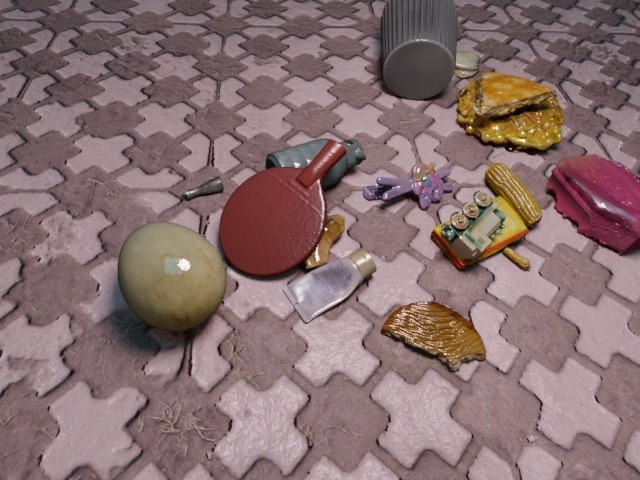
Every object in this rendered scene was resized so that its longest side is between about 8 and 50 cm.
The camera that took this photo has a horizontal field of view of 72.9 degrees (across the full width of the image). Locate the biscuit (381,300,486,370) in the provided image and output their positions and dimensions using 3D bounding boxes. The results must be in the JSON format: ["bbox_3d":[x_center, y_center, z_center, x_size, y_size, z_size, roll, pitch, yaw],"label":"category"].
[{"bbox_3d":[0.260,0.220,1.013,0.229,0.031,0.176,-4,51,-8],"label":"biscuit"}]

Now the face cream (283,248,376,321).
[{"bbox_3d":[0.028,0.104,1.078,0.224,0.070,0.114,-32,58,-11],"label":"face cream"}]

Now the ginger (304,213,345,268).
[{"bbox_3d":[0.002,0.000,1.140,0.095,0.069,0.190,19,56,26],"label":"ginger"}]

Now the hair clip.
[{"bbox_3d":[0.271,-0.154,1.271,0.279,0.090,0.137,-10,88,-8],"label":"hair clip"}]

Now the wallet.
[{"bbox_3d":[0.440,-0.018,1.197,0.241,0.067,0.141,-24,62,-16],"label":"wallet"}]

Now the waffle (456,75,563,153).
[{"bbox_3d":[0.672,-0.462,1.540,0.380,0.095,0.382,14,50,9],"label":"waffle"}]

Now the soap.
[{"bbox_3d":[0.822,-0.119,1.260,0.220,0.127,0.324,-12,53,-16],"label":"soap"}]

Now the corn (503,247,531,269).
[{"bbox_3d":[0.531,0.049,1.167,0.027,0.028,0.083,-39,63,-17],"label":"corn"}]

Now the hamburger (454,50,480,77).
[{"bbox_3d":[0.575,-0.710,1.737,0.133,0.062,0.140,31,59,20],"label":"hamburger"}]

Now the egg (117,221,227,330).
[{"bbox_3d":[-0.338,0.067,0.972,0.218,0.218,0.295,-28,51,-23],"label":"egg"}]

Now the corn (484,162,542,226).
[{"bbox_3d":[0.574,-0.137,1.286,0.080,0.080,0.231,-16,57,-16],"label":"corn"}]

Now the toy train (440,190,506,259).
[{"bbox_3d":[0.406,-0.042,1.131,0.194,0.081,0.125,-38,79,-24],"label":"toy train"}]

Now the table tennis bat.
[{"bbox_3d":[-0.088,-0.092,1.109,0.268,0.051,0.414,40,88,16],"label":"table tennis bat"}]

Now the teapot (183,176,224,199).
[{"bbox_3d":[-0.338,-0.149,1.250,0.111,0.042,0.042,-21,57,-15],"label":"teapot"}]

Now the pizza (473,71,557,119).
[{"bbox_3d":[0.587,-0.471,1.442,0.288,0.075,0.280,-35,52,-26],"label":"pizza"}]

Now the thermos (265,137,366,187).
[{"bbox_3d":[-0.015,-0.226,1.280,0.287,0.145,0.182,-22,29,-23],"label":"thermos"}]

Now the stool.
[{"bbox_3d":[0.363,-0.720,1.599,0.297,0.297,0.330,7,57,1],"label":"stool"}]
